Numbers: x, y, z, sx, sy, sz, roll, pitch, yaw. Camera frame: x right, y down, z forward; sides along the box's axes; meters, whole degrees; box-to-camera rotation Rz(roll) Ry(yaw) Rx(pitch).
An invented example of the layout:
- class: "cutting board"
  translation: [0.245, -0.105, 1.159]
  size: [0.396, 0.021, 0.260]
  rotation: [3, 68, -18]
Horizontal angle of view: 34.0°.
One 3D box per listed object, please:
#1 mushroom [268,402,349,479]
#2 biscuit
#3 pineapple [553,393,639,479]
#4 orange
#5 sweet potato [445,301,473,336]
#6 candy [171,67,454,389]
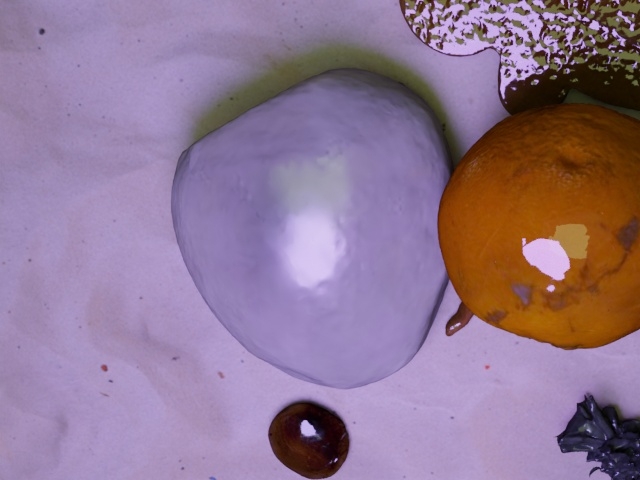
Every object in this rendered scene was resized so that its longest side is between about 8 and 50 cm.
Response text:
- class: "mushroom"
  translation: [-0.019, 0.297, 1.537]
  size: [0.123, 0.052, 0.123]
  rotation: [5, 108, 14]
- class: "biscuit"
  translation: [0.313, -0.283, 1.306]
  size: [0.432, 0.064, 0.282]
  rotation: [12, 115, 11]
- class: "pineapple"
  translation: [0.436, 0.310, 1.401]
  size: [0.248, 0.128, 0.128]
  rotation: [35, 109, 8]
- class: "orange"
  translation: [0.296, -0.017, 1.253]
  size: [0.312, 0.312, 0.312]
  rotation: [3, 104, 12]
- class: "sweet potato"
  translation: [0.211, 0.055, 1.427]
  size: [0.044, 0.044, 0.179]
  rotation: [17, 107, 9]
- class: "candy"
  translation: [0.000, 0.000, 1.395]
  size: [0.386, 0.186, 0.426]
  rotation: [-13, 105, 12]
